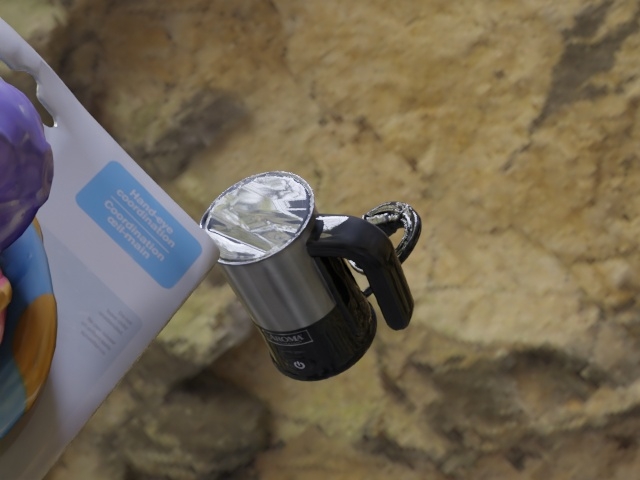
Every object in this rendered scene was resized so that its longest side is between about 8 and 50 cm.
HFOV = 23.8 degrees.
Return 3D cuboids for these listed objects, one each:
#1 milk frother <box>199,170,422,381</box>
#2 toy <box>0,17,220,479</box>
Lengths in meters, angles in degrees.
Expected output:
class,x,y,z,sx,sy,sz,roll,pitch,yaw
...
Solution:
class,x,y,z,sx,sy,sz,roll,pitch,yaw
milk frother,0.000,0.000,1.075,0.129,0.143,0.135,-14,-45,14
toy,-0.102,0.004,0.293,0.137,0.237,0.056,46,-51,-8
